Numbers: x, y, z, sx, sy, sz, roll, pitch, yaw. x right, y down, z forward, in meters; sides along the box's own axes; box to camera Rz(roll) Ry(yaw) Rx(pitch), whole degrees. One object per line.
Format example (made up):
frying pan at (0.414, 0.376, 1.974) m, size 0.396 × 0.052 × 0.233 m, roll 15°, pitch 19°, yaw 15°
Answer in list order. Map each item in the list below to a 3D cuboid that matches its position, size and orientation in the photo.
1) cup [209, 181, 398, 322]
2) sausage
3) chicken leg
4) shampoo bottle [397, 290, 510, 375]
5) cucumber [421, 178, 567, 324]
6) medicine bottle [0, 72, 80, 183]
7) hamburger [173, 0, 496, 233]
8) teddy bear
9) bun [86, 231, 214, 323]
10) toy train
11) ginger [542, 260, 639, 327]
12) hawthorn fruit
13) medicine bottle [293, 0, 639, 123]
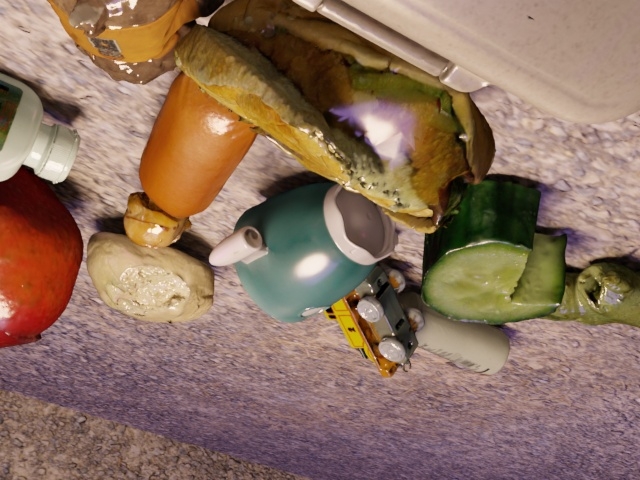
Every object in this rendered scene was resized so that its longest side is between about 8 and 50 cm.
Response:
cup at (0.000, 0.000, 1.031) m, size 0.173 × 0.168 × 0.299 m, roll -29°, pitch 163°, yaw 39°
sausage at (-0.141, -0.107, 0.916) m, size 0.105 × 0.105 × 0.274 m, roll 17°, pitch 153°, yaw -16°
chicken leg at (-0.221, -0.035, 1.123) m, size 0.085 × 0.101 × 0.207 m, roll 16°, pitch 174°, yaw -5°
shampoo bottle at (0.198, 0.148, 1.345) m, size 0.262 × 0.085 × 0.085 m, roll 25°, pitch 151°, yaw -28°
cucumber at (0.210, 0.010, 1.023) m, size 0.191 × 0.130 × 0.191 m, roll 5°, pitch 148°, yaw 3°
medicine bottle at (-0.392, -0.137, 0.915) m, size 0.228 × 0.121 × 0.083 m, roll 22°, pitch 151°, yaw -26°
hamburger at (0.024, -0.120, 0.706) m, size 0.265 × 0.134 × 0.285 m, roll 37°, pitch -179°, yaw 18°
teddy bear at (-0.165, -0.207, 0.690) m, size 0.177 × 0.140 × 0.190 m, roll 4°, pitch 163°, yaw 4°
bun at (-0.272, 0.067, 1.269) m, size 0.209 × 0.116 × 0.237 m, roll 13°, pitch 169°, yaw 12°
toy train at (0.075, 0.114, 1.234) m, size 0.127 × 0.089 × 0.219 m, roll -5°, pitch 121°, yaw 42°
ginger at (0.369, 0.073, 1.136) m, size 0.289 × 0.089 × 0.137 m, roll 6°, pitch 173°, yaw 19°
hawthorn fruit at (-0.479, 0.000, 1.077) m, size 0.265 × 0.265 × 0.307 m, roll -7°, pitch 145°, yaw 31°
medicine bottle at (0.109, -0.234, 0.472) m, size 0.375 × 0.123 × 0.282 m, roll 23°, pitch 128°, yaw -22°
